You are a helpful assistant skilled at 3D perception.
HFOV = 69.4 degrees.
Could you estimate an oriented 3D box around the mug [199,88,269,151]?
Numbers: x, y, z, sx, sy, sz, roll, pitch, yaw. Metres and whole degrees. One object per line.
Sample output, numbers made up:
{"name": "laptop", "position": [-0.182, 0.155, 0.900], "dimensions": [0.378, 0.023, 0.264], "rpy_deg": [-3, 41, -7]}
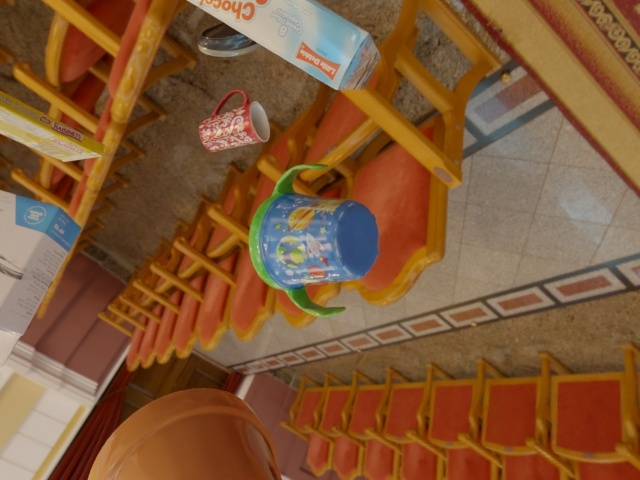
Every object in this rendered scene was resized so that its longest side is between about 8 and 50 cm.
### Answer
{"name": "mug", "position": [-0.243, -0.328, 1.300], "dimensions": [0.169, 0.150, 0.113], "rpy_deg": [-11, 155, 19]}

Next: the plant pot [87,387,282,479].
{"name": "plant pot", "position": [-0.170, 0.390, 0.665], "dimensions": [0.291, 0.290, 0.203], "rpy_deg": [44, 164, -28]}

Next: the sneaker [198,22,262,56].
{"name": "sneaker", "position": [-0.121, -0.410, 0.808], "dimensions": [0.083, 0.222, 0.118], "rpy_deg": [50, 159, 35]}

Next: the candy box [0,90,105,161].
{"name": "candy box", "position": [-0.447, -0.174, 0.697], "dimensions": [0.105, 0.027, 0.206], "rpy_deg": [-3, 163, 28]}

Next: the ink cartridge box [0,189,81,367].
{"name": "ink cartridge box", "position": [-0.367, 0.038, 0.516], "dimensions": [0.104, 0.180, 0.060], "rpy_deg": [15, 156, 4]}

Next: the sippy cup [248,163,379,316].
{"name": "sippy cup", "position": [0.000, 0.000, 1.028], "dimensions": [0.224, 0.240, 0.305], "rpy_deg": [-2, 133, 40]}

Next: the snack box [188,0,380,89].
{"name": "snack box", "position": [-0.026, -0.247, 0.540], "dimensions": [0.187, 0.322, 0.060], "rpy_deg": [30, 110, -1]}
